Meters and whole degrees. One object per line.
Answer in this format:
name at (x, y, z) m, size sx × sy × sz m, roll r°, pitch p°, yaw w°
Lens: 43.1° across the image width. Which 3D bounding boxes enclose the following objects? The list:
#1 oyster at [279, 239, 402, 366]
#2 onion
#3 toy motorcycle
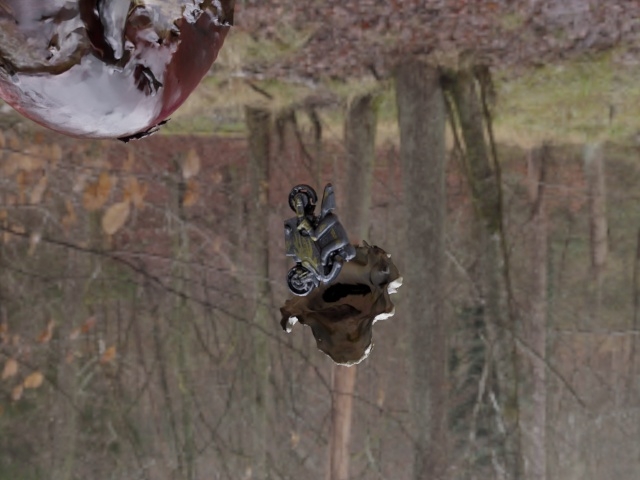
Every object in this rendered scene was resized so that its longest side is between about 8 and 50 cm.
oyster at (0.036, 0.116, 1.529) m, size 0.238 × 0.115 × 0.351 m, roll -45°, pitch -164°, yaw -20°
onion at (-0.215, -0.246, 0.762) m, size 0.232 × 0.314 × 0.314 m, roll 14°, pitch -168°, yaw 31°
toy motorcycle at (0.000, 0.000, 1.360) m, size 0.124 × 0.193 × 0.061 m, roll 3°, pitch -174°, yaw 18°
